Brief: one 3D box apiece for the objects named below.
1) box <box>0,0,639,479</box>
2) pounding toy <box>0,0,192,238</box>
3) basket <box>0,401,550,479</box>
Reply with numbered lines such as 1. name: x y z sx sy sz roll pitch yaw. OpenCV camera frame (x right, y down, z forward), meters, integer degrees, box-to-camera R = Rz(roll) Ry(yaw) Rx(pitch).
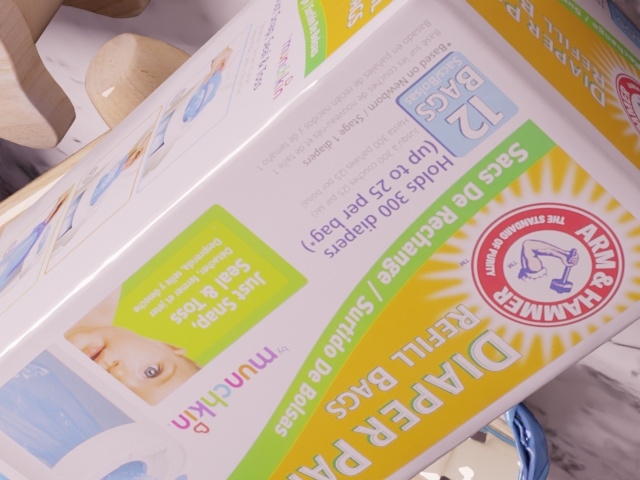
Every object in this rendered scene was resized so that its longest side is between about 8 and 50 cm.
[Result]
1. box: 0.000 0.000 0.512 0.114 0.103 0.203 40 119 -19
2. pounding toy: -0.159 -0.082 0.617 0.270 0.155 0.154 13 155 39
3. basket: -0.037 0.104 0.745 0.255 0.201 0.289 25 -174 18
